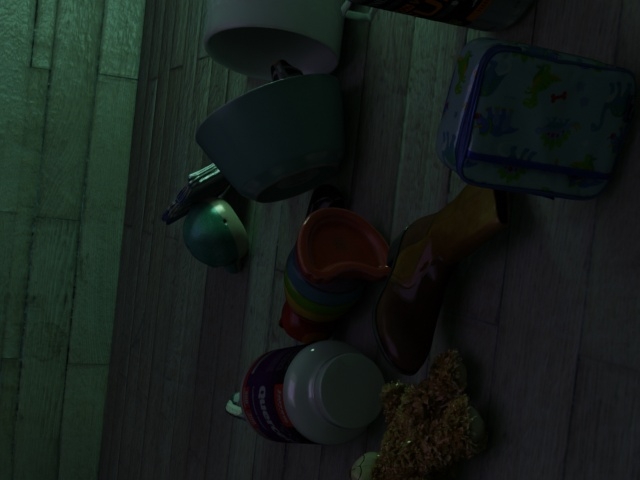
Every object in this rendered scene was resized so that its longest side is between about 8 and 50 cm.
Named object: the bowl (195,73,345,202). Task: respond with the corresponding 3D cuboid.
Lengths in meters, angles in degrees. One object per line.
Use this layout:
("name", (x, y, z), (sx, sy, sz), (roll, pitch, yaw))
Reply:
("bowl", (-0.075, -0.182, 1.724), (0.311, 0.311, 0.163), (-38, 70, 57))

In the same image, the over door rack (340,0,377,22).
("over door rack", (0.154, -0.534, 1.440), (0.324, 0.108, 0.239), (-39, 46, 31))

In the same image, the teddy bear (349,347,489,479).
("teddy bear", (0.139, 0.312, 1.336), (0.338, 0.113, 0.245), (132, 139, -52))

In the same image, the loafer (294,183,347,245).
("loafer", (0.000, 0.000, 1.728), (0.078, 0.080, 0.220), (-151, 69, -64))

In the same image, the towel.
("towel", (-0.296, -0.142, 2.271), (0.034, 0.209, 0.285), (55, 148, 4))

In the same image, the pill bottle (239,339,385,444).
("pill bottle", (-0.015, 0.277, 1.586), (0.323, 0.181, 0.181), (156, 116, -63))

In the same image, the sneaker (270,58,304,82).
("sneaker", (-0.050, -0.310, 1.810), (0.083, 0.084, 0.215), (63, -177, 12))

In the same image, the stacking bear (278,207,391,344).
("stacking bear", (0.002, 0.090, 1.633), (0.289, 0.175, 0.164), (112, 149, -47))

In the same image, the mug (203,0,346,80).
("mug", (-0.076, -0.518, 1.826), (0.374, 0.276, 0.328), (66, -151, -77))

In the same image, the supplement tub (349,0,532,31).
("supplement tub", (0.141, -0.413, 1.226), (0.193, 0.316, 0.194), (-175, 90, -66))

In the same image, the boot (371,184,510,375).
("boot", (0.194, 0.039, 1.275), (0.280, 0.096, 0.264), (-44, 23, 50))

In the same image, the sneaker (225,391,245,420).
("sneaker", (-0.113, 0.347, 1.914), (0.283, 0.110, 0.122), (-8, 60, 62))

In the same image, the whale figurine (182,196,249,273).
("whale figurine", (-0.288, 0.003, 2.242), (0.216, 0.141, 0.272), (57, 155, 4))

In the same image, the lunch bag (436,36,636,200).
("lunch bag", (0.257, -0.138, 1.040), (0.090, 0.219, 0.176), (-126, 48, -64))
